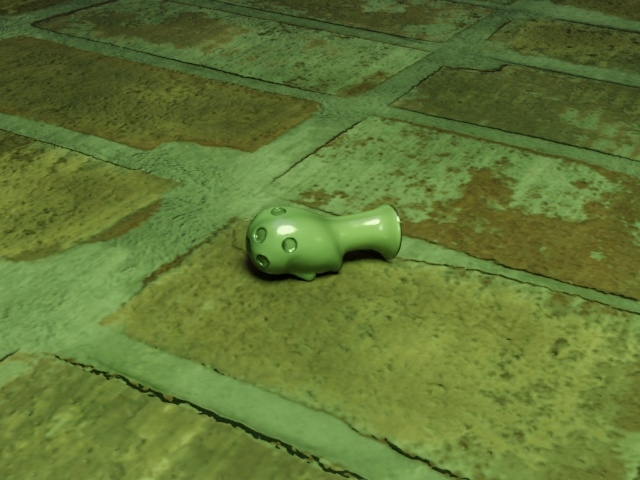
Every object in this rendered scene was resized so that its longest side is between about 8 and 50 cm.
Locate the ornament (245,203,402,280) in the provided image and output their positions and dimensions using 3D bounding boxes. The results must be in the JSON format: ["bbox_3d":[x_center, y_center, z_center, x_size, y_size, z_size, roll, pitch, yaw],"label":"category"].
[{"bbox_3d":[0.000,0.000,0.923,0.156,0.081,0.075,-6,-3,-18],"label":"ornament"}]
